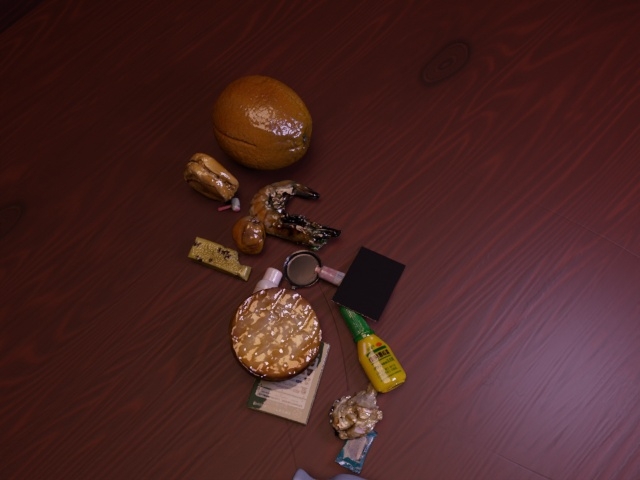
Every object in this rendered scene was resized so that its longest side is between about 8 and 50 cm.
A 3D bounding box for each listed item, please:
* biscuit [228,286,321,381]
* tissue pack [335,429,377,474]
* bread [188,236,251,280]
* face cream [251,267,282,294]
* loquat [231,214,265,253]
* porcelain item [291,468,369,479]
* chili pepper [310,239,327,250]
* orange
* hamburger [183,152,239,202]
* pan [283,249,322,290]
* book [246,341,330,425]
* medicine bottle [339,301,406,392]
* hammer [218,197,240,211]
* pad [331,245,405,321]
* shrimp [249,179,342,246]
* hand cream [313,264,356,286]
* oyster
[{"bbox_3d":[-0.143,0.296,1.858,0.296,0.102,0.296,4,74,-13],"label":"biscuit"},{"bbox_3d":[0.107,0.624,1.790,0.085,0.028,0.138,24,68,12],"label":"tissue pack"},{"bbox_3d":[-0.344,0.063,2.053,0.226,0.049,0.088,18,71,12],"label":"bread"},{"bbox_3d":[-0.202,0.216,1.958,0.082,0.082,0.269,18,71,13],"label":"face cream"},{"bbox_3d":[-0.242,-0.022,2.032,0.113,0.137,0.137,-5,64,-27],"label":"loquat"},{"bbox_3d":[0.099,0.788,1.640,0.405,0.178,0.243,13,70,12],"label":"porcelain item"},{"bbox_3d":[0.000,0.001,2.055,0.030,0.034,0.091,20,69,49],"label":"chili pepper"},{"bbox_3d":[-0.199,-0.409,2.082,0.357,0.322,0.322,22,72,24],"label":"orange"},{"bbox_3d":[-0.391,-0.219,2.091,0.213,0.214,0.108,33,79,17],"label":"hamburger"},{"bbox_3d":[-0.083,0.139,2.005,0.136,0.028,0.235,24,69,15],"label":"pan"},{"bbox_3d":[-0.101,0.430,1.889,0.202,0.027,0.264,14,69,10],"label":"book"},{"bbox_3d":[0.154,0.332,1.875,0.111,0.076,0.309,-20,64,-25],"label":"medicine bottle"},{"bbox_3d":[-0.332,-0.122,2.139,0.083,0.031,0.052,-16,63,6],"label":"hammer"},{"bbox_3d":[0.160,0.138,1.953,0.170,0.006,0.245,24,57,12],"label":"pad"},{"bbox_3d":[-0.081,-0.106,2.079,0.365,0.071,0.233,15,67,21],"label":"shrimp"},{"bbox_3d":[0.078,0.137,1.975,0.209,0.043,0.067,22,70,0],"label":"hand cream"},{"bbox_3d":[0.113,0.511,1.804,0.163,0.081,0.191,12,49,16],"label":"oyster"}]
